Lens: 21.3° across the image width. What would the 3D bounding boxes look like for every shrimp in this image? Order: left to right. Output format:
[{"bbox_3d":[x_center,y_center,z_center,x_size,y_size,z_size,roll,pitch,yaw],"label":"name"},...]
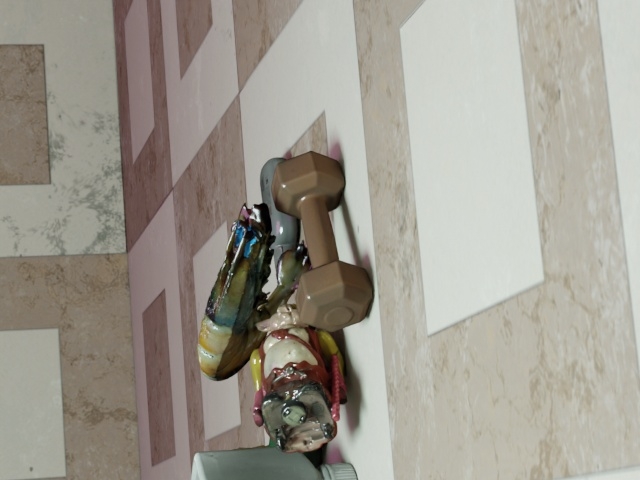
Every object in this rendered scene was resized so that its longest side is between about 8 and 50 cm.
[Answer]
[{"bbox_3d":[-0.072,0.045,2.145,0.054,0.222,0.290,30,133,20],"label":"shrimp"}]

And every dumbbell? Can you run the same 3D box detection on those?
[{"bbox_3d":[0.000,0.000,2.011,0.092,0.082,0.231,104,159,-49],"label":"dumbbell"}]

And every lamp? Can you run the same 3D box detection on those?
[{"bbox_3d":[-0.028,0.147,2.080,0.253,0.118,0.118,-90,7,-54],"label":"lamp"}]

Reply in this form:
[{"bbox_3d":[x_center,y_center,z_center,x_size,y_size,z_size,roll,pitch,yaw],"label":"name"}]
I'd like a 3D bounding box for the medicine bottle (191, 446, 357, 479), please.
[{"bbox_3d":[-0.053,0.316,2.045,0.132,0.188,0.088,-111,24,-52],"label":"medicine bottle"}]

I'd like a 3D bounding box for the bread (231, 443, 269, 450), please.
[{"bbox_3d":[-0.053,0.447,2.221,0.416,0.113,0.165,-114,27,-59],"label":"bread"}]

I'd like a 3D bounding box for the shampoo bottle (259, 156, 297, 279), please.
[{"bbox_3d":[-0.054,-0.026,2.301,0.080,0.040,0.165,119,145,-62],"label":"shampoo bottle"}]

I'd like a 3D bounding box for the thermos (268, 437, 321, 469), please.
[{"bbox_3d":[-0.033,0.256,2.194,0.083,0.073,0.188,-115,27,-54],"label":"thermos"}]
